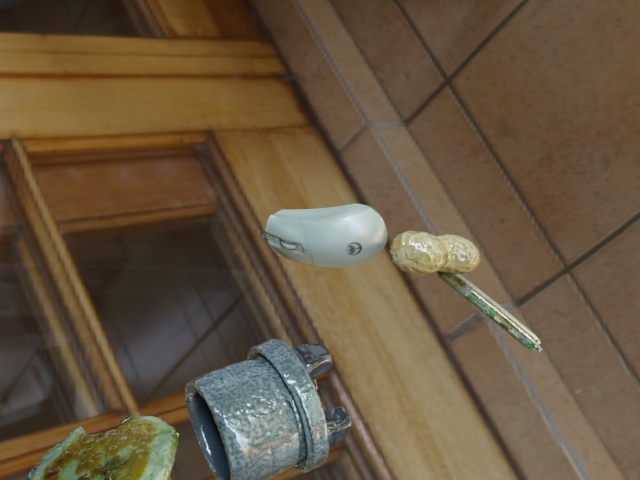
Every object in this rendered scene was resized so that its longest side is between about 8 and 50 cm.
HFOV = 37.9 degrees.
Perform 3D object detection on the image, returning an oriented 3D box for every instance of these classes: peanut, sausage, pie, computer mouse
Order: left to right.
[{"bbox_3d":[-0.368,0.391,1.538,0.303,0.302,0.066,8,124,45],"label":"pie"},{"bbox_3d":[0.000,0.000,0.773,0.110,0.032,0.055,-2,129,16],"label":"computer mouse"},{"bbox_3d":[0.221,0.025,1.771,0.089,0.193,0.089,-1,89,63],"label":"peanut"},{"bbox_3d":[0.328,0.129,1.832,0.269,0.033,0.032,40,124,21],"label":"sausage"}]

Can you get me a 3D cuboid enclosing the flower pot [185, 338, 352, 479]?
[{"bbox_3d":[-0.100,0.357,1.888,0.299,0.283,0.299,48,149,41],"label":"flower pot"}]
